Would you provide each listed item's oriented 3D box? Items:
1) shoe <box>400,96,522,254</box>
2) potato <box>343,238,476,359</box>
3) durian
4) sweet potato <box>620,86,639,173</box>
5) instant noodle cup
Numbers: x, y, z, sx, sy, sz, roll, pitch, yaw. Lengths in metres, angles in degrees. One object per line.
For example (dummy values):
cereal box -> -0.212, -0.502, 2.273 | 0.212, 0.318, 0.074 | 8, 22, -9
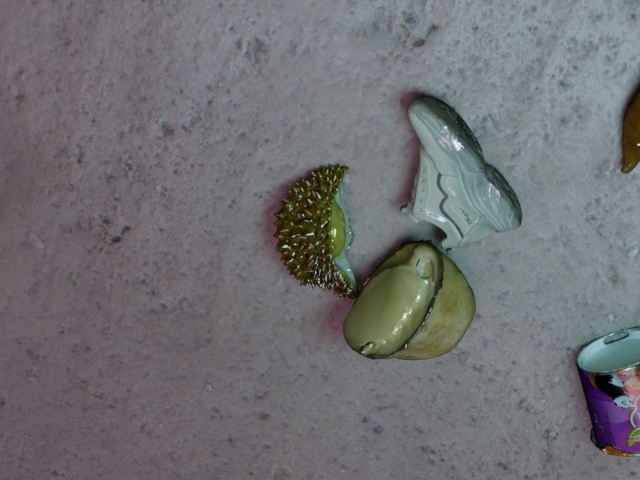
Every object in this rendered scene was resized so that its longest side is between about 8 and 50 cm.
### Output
shoe -> 0.241, -0.118, 1.955 | 0.210, 0.132, 0.342 | -31, 112, 20
potato -> 0.213, 0.150, 2.061 | 0.242, 0.242, 0.285 | 31, 95, -7
durian -> 0.000, 0.000, 2.069 | 0.172, 0.166, 0.306 | 3, 117, 43
sweet potato -> 0.653, -0.274, 1.817 | 0.112, 0.112, 0.359 | 21, 122, -2
instant noodle cup -> 0.666, 0.311, 2.061 | 0.251, 0.251, 0.190 | -20, 104, 19
